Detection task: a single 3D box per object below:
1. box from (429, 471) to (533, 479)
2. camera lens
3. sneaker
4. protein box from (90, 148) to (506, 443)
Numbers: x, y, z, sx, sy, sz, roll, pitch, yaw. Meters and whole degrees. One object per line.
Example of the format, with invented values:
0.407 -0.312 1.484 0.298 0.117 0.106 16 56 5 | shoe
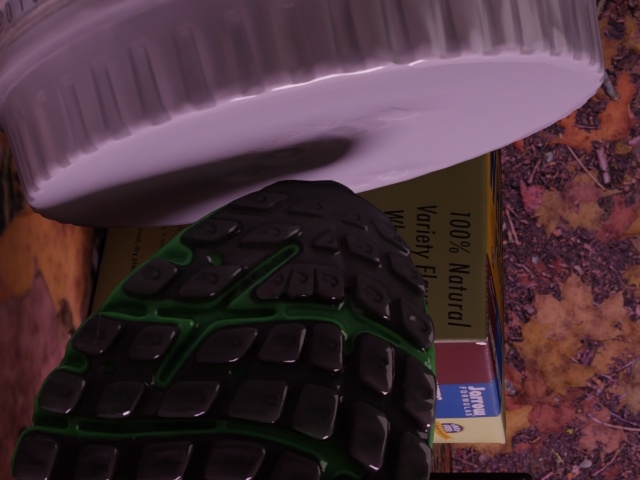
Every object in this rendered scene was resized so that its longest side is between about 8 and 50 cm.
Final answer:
0.084 0.269 0.914 0.203 0.166 0.169 39 50 -74 | box
-0.030 -0.161 0.411 0.219 0.219 0.274 23 54 -77 | camera lens
-0.059 0.133 0.453 0.146 0.134 0.344 -89 -159 -76 | sneaker
0.000 0.000 0.658 0.136 0.201 0.200 69 22 -57 | protein box
